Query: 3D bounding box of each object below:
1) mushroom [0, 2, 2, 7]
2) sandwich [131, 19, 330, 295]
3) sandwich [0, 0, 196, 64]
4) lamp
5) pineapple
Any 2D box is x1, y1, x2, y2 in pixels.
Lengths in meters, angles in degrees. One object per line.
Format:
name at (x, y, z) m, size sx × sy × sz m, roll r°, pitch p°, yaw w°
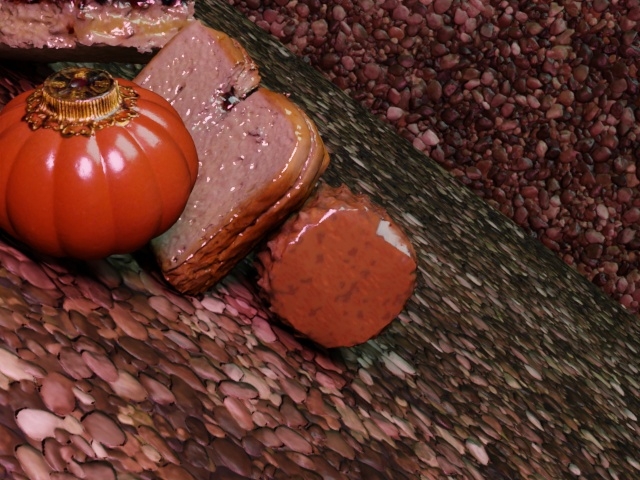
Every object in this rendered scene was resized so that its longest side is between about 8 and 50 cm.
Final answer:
mushroom at (-0.452, -0.270, 1.272) m, size 0.166 × 0.127 × 0.166 m, roll 15°, pitch 40°, yaw -13°
sandwich at (-0.141, -0.105, 1.312) m, size 0.273 × 0.249 × 0.095 m, roll 49°, pitch 3°, yaw 29°
sandwich at (-0.303, -0.301, 1.438) m, size 0.325 × 0.131 × 0.262 m, roll 4°, pitch 4°, yaw 23°
lamp at (-0.237, -0.075, 1.125) m, size 0.223 × 0.196 × 0.223 m, roll 1°, pitch 36°, yaw 0°
pineapple at (0.000, 0.000, 1.453) m, size 0.202 × 0.202 × 0.362 m, roll 33°, pitch 10°, yaw -18°
